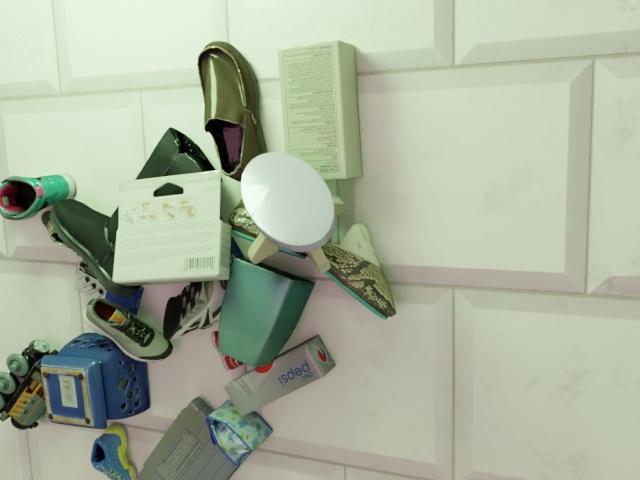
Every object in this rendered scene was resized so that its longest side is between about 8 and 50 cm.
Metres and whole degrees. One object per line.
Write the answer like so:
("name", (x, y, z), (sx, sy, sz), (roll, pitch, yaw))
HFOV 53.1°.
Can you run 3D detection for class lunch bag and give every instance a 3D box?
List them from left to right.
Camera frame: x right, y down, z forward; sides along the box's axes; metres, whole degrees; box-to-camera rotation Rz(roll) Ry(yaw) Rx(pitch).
("lunch bag", (-0.227, 0.508, 1.730), (0.151, 0.129, 0.096), (47, 113, 9))

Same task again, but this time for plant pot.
("plant pot", (-0.658, 0.409, 1.853), (0.236, 0.212, 0.235), (0, 100, 24))
("plant pot", (-0.149, 0.183, 1.585), (0.166, 0.166, 0.234), (19, 90, 19))

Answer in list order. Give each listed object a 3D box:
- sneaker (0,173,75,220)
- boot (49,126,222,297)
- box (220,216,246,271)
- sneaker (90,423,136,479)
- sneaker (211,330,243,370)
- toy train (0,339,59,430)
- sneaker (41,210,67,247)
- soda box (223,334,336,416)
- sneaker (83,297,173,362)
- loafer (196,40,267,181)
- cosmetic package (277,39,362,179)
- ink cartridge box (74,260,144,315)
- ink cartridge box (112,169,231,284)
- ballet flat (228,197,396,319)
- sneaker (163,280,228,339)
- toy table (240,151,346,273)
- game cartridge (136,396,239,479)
("sneaker", (-0.885, -0.115, 1.876), (0.296, 0.178, 0.123), (-18, 92, 25))
("boot", (-0.508, -0.124, 1.731), (0.367, 0.146, 0.445), (44, 112, 15))
("box", (-0.307, -0.004, 1.727), (0.136, 0.036, 0.225), (-33, 84, 25))
("sneaker", (-0.638, 0.686, 1.938), (0.091, 0.126, 0.240), (-10, 95, 25))
("sneaker", (-0.248, 0.294, 1.748), (0.067, 0.042, 0.118), (-21, 98, 29))
("toy train", (-0.917, 0.462, 2.021), (0.190, 0.142, 0.334), (41, 113, 1))
("sneaker", (-0.771, -0.032, 1.892), (0.192, 0.086, 0.064), (29, 109, 17))
("soda box", (-0.108, 0.354, 1.672), (0.286, 0.091, 0.098), (-31, 86, 25))
("sneaker", (-0.535, 0.249, 1.778), (0.272, 0.100, 0.108), (30, 147, -5))
("loafer", (-0.223, -0.317, 1.582), (0.134, 0.130, 0.365), (-16, 92, 25))
("cosmetic package", (0.002, -0.297, 1.500), (0.160, 0.113, 0.309), (1, 100, 23))
("ink cartridge box", (-0.621, 0.141, 1.881), (0.207, 0.046, 0.097), (26, 110, 17))
("ink cartridge box", (-0.364, -0.027, 1.581), (0.296, 0.066, 0.261), (-4, 77, 19))
("ballet flat", (0.000, 0.000, 1.542), (0.483, 0.164, 0.182), (29, 89, 18))
("sneaker", (-0.320, 0.191, 1.722), (0.330, 0.146, 0.122), (-36, 52, 47))
("toy table", (-0.063, -0.052, 1.420), (0.252, 0.161, 0.274), (-21, 57, -3))
("game cartridge", (-0.372, 0.642, 1.856), (0.230, 0.068, 0.355), (43, 113, 15))
